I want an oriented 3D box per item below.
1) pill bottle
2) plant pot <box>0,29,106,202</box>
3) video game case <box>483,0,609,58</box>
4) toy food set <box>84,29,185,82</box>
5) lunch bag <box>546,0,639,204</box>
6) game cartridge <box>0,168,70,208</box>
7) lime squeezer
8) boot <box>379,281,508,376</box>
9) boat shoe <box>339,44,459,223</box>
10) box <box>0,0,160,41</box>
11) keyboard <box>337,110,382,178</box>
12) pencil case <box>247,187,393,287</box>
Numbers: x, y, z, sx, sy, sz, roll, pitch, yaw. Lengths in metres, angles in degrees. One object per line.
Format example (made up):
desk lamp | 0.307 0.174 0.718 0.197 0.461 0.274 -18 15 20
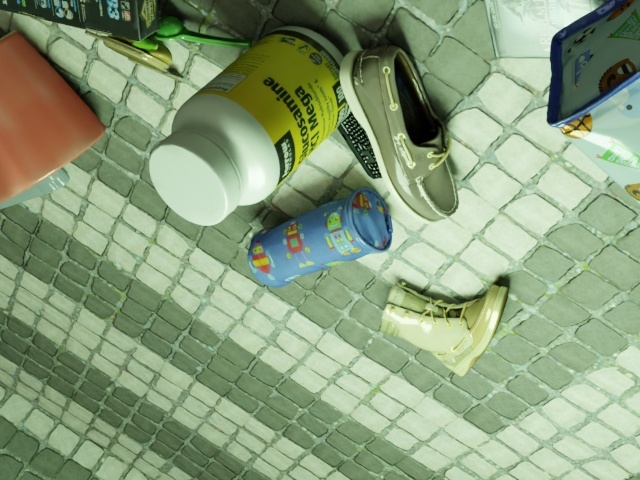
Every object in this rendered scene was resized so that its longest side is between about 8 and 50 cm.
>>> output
pill bottle | -0.104 -0.174 1.629 0.188 0.334 0.188 23 138 22
plant pot | -0.576 -0.235 1.972 0.275 0.275 0.243 -14 115 43
video game case | 0.349 -0.328 1.426 0.274 0.026 0.196 5 135 28
toy food set | -0.305 -0.324 1.802 0.132 0.038 0.192 24 -179 14
lunch bag | 0.521 -0.190 1.283 0.328 0.239 0.385 38 131 -25
game cartridge | -0.684 -0.166 2.270 0.297 0.062 0.198 -11 122 41
lime squeezer | -0.261 -0.381 1.763 0.310 0.059 0.110 36 112 -5
boot | 0.222 0.133 1.972 0.203 0.095 0.262 28 147 5
boat shoe | 0.145 -0.161 1.678 0.096 0.116 0.324 -6 124 41
box | -0.399 -0.482 1.672 0.293 0.073 0.295 14 128 19
keyboard | 0.070 -0.173 1.774 0.100 0.038 0.192 -10 128 40
pencil case | 0.000 0.000 1.946 0.133 0.119 0.306 3 163 -42
